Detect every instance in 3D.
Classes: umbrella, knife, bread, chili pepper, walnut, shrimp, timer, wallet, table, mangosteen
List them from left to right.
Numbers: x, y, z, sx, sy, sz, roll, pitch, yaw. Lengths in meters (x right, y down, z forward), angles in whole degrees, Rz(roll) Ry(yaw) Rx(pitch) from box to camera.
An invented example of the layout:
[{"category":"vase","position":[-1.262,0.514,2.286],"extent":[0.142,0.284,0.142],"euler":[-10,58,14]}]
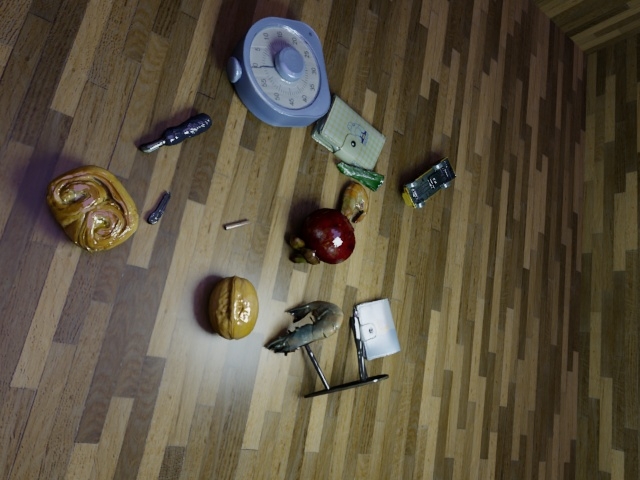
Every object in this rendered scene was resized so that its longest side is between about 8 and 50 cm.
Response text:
[{"category":"bread","position":[-0.630,-0.090,1.227],"extent":[0.198,0.120,0.236],"euler":[-37,105,-30]},{"category":"knife","position":[-0.504,-0.102,1.375],"extent":[0.031,0.018,0.121],"euler":[33,65,-28]},{"category":"umbrella","position":[-0.460,-0.337,1.413],"extent":[0.248,0.071,0.071],"euler":[-40,106,-27]},{"category":"walnut","position":[-0.277,0.214,1.405],"extent":[0.159,0.159,0.207],"euler":[4,86,-33]},{"category":"timer","position":[-0.150,-0.609,1.587],"extent":[0.394,0.173,0.396],"euler":[4,82,-34]},{"category":"shrimp","position":[-0.059,0.291,1.540],"extent":[0.075,0.289,0.178],"euler":[51,19,-34]},{"category":"mangosteen","position":[0.000,0.000,1.605],"extent":[0.257,0.215,0.215],"euler":[-29,102,3]},{"category":"table","position":[0.093,0.393,1.571],"extent":[0.317,0.317,0.249],"euler":[-3,71,-34]},{"category":"wallet","position":[0.126,-0.431,1.813],"extent":[0.309,0.077,0.223],"euler":[32,67,-29]},{"category":"shrimp","position":[0.129,-0.126,1.778],"extent":[0.150,0.068,0.249],"euler":[47,56,-26]},{"category":"chili pepper","position":[0.158,-0.275,1.803],"extent":[0.226,0.088,0.059],"euler":[20,38,-30]},{"category":"wallet","position":[0.224,0.357,1.771],"extent":[0.170,0.069,0.231],"euler":[-11,86,-17]}]

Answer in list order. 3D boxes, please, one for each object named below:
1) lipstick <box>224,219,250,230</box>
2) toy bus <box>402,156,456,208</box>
[{"category":"lipstick","position":[-0.286,-0.054,1.513],"extent":[0.094,0.019,0.019],"euler":[-18,94,-34]},{"category":"toy bus","position":[0.482,-0.260,1.992],"extent":[0.335,0.123,0.121],"euler":[-36,105,-32]}]
